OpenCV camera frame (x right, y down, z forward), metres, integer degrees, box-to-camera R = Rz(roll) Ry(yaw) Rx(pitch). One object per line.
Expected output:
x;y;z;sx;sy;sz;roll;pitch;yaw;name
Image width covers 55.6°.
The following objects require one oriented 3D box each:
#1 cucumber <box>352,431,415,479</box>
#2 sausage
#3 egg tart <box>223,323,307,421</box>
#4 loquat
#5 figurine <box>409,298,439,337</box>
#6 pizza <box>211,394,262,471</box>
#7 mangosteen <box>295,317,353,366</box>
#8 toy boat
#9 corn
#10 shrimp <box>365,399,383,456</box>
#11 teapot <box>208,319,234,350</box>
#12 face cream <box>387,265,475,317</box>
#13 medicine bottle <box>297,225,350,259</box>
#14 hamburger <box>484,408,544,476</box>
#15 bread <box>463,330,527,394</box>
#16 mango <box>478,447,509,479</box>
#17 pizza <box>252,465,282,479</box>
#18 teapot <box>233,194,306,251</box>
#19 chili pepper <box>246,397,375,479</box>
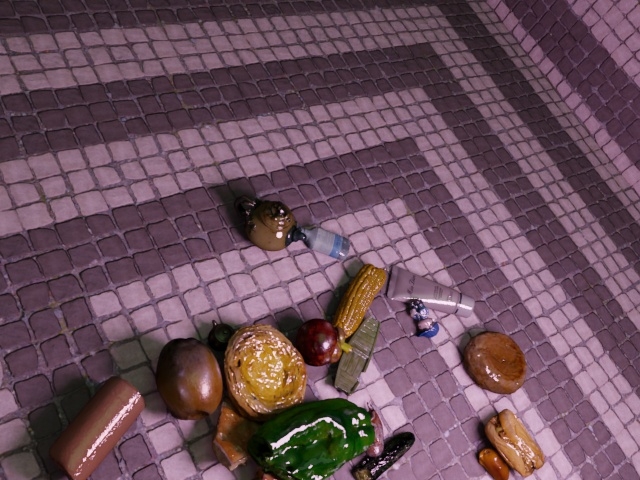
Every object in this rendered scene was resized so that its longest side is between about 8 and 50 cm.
0.204;0.638;1.809;0.245;0.067;0.067;-27;74;-34;cucumber
-0.557;0.471;1.503;0.123;0.123;0.253;37;51;-1;sausage
-0.166;0.383;1.754;0.291;0.107;0.290;17;60;-32;egg tart
-0.354;0.368;1.631;0.179;0.179;0.227;-6;58;-29;loquat
0.360;0.273;2.111;0.079;0.077;0.136;3;65;-50;figurine
-0.243;0.531;1.657;0.204;0.080;0.188;46;28;19;pizza
0.015;0.308;1.860;0.181;0.145;0.155;-1;54;-5;mangosteen
0.116;0.369;1.942;0.093;0.055;0.293;33;52;-3;toy boat
0.124;0.197;2.027;0.102;0.102;0.313;37;51;-1;corn
0.151;0.562;1.823;0.073;0.074;0.190;10;45;-11;shrimp
-0.283;0.286;1.788;0.076;0.068;0.121;-34;79;-37;teapot
0.396;0.196;2.183;0.314;0.089;0.143;18;56;-2;face cream
0.000;0.000;2.119;0.209;0.053;0.090;20;55;-12;medicine bottle
0.622;0.644;1.940;0.214;0.108;0.214;44;10;-10;hamburger
0.600;0.425;2.104;0.230;0.123;0.230;12;51;-15;bread
0.559;0.715;1.931;0.063;0.077;0.127;-37;93;-33;mango
-0.121;0.726;1.580;0.161;0.085;0.305;9;52;-41;pizza
-0.165;-0.069;1.999;0.269;0.182;0.173;36;52;-1;teapot
-0.009;0.538;1.651;0.385;0.167;0.213;-6;56;-43;chili pepper
